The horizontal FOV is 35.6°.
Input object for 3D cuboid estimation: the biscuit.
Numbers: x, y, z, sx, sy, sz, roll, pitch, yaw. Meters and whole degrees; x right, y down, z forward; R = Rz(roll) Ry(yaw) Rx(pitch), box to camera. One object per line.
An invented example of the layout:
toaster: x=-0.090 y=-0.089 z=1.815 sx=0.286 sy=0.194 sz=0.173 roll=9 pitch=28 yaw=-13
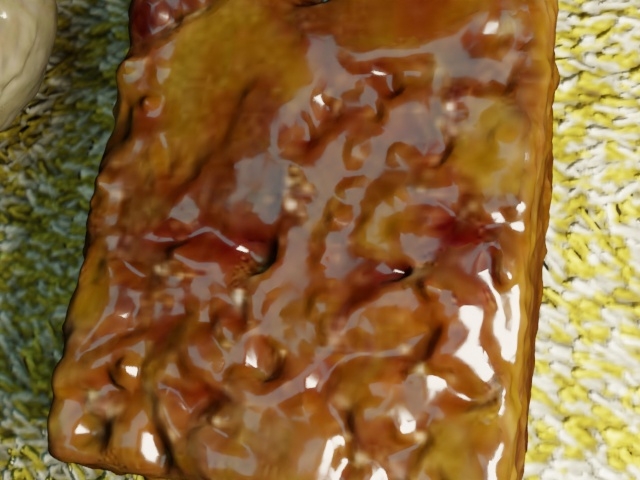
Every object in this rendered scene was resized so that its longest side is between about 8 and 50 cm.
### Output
biscuit: x=0.000 y=0.000 z=0.739 sx=0.342 sy=0.166 sz=0.395 roll=5 pitch=75 yaw=20

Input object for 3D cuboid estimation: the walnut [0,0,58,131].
walnut: x=-0.358 y=-0.199 z=0.875 sx=0.248 sy=0.248 sz=0.248 roll=-5 pitch=74 yaw=16
